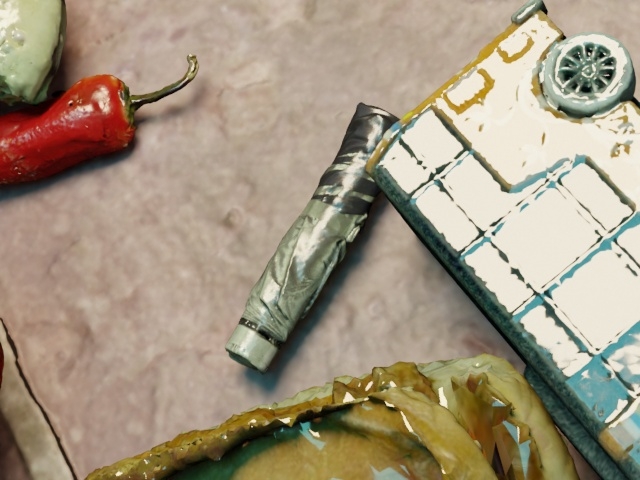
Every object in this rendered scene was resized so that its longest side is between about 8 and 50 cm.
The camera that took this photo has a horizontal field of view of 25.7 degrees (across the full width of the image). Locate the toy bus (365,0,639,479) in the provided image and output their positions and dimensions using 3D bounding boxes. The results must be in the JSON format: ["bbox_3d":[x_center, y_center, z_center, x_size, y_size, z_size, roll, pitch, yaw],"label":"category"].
[{"bbox_3d":[0.167,0.017,0.795,0.167,0.138,0.275,-41,64,1],"label":"toy bus"}]

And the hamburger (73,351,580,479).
[{"bbox_3d":[-0.013,0.214,0.730,0.318,0.195,0.276,-18,79,25],"label":"hamburger"}]

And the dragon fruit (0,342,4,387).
[{"bbox_3d":[-0.314,0.102,0.860,0.241,0.241,0.252,24,65,22],"label":"dragon fruit"}]

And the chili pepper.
[{"bbox_3d":[-0.206,-0.071,0.980,0.268,0.050,0.059,-19,83,10],"label":"chili pepper"}]

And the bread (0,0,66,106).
[{"bbox_3d":[-0.274,-0.164,1.007,0.172,0.064,0.232,-43,52,12],"label":"bread"}]

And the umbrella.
[{"bbox_3d":[0.000,0.000,0.901,0.046,0.050,0.188,29,80,2],"label":"umbrella"}]
